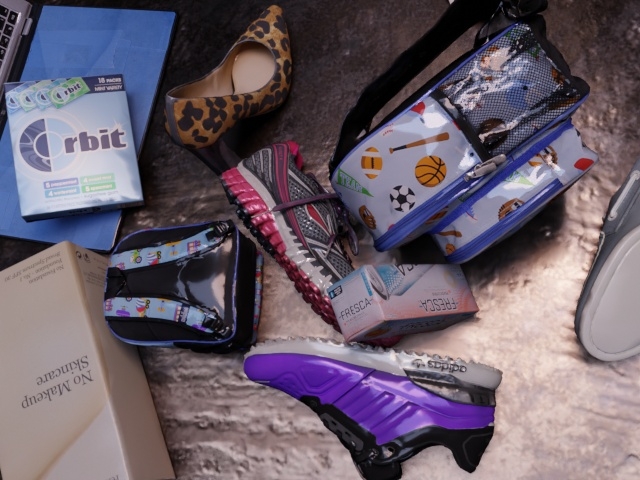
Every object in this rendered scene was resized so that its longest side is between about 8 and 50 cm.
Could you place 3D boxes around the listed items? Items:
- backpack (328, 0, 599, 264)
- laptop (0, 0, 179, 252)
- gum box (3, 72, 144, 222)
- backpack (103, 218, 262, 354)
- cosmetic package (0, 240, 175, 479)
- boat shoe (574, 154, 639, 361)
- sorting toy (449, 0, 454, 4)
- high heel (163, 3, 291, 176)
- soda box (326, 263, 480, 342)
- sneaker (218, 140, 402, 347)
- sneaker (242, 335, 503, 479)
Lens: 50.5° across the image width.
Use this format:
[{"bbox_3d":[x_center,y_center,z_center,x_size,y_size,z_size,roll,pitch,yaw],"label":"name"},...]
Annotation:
[{"bbox_3d":[0.144,-0.092,0.733,0.263,0.276,0.213,-30,82,8],"label":"backpack"},{"bbox_3d":[-0.470,-0.218,0.935,0.236,0.407,0.382,-4,70,49],"label":"laptop"},{"bbox_3d":[-0.332,-0.128,0.920,0.156,0.041,0.185,-9,81,-14],"label":"gum box"},{"bbox_3d":[-0.169,0.061,0.830,0.173,0.117,0.158,-4,74,13],"label":"backpack"},{"bbox_3d":[-0.312,0.177,0.839,0.160,0.113,0.310,-26,69,6],"label":"cosmetic package"},{"bbox_3d":[0.367,-0.016,0.738,0.116,0.099,0.320,31,90,-15],"label":"boat shoe"},{"bbox_3d":[0.201,-0.324,0.886,0.075,0.045,0.083,-14,72,18],"label":"sorting toy"},{"bbox_3d":[-0.111,-0.222,0.858,0.093,0.186,0.261,14,79,18],"label":"high heel"},{"bbox_3d":[0.093,0.064,0.726,0.058,0.183,0.063,-36,66,35],"label":"soda box"},{"bbox_3d":[0.000,0.000,0.804,0.112,0.121,0.299,-36,72,-10],"label":"sneaker"},{"bbox_3d":[0.044,0.190,0.745,0.293,0.102,0.146,5,77,16],"label":"sneaker"}]
